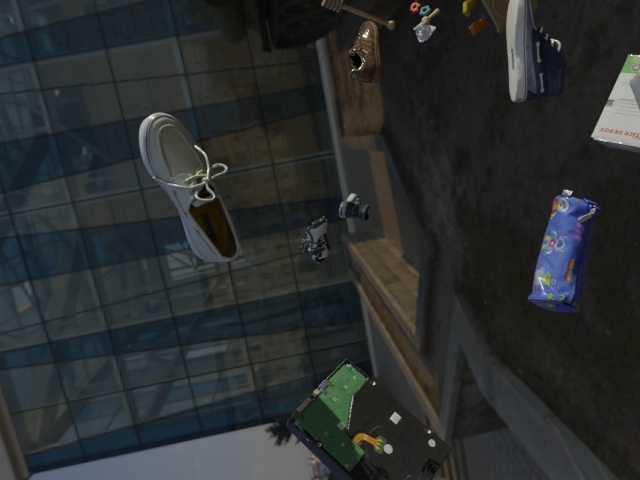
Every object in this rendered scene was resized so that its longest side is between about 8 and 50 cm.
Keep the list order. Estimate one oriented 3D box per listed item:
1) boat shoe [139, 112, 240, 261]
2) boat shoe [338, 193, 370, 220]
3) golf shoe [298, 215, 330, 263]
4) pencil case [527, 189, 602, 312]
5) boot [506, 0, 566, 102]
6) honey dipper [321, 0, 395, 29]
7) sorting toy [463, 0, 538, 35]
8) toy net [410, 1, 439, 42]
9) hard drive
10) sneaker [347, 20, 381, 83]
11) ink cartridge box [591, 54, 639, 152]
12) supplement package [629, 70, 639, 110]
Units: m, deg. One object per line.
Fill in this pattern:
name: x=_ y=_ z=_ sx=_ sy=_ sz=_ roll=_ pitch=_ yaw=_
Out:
boat shoe: x=-0.272 y=-0.109 z=1.098 sx=0.156 sy=0.135 sz=0.367 roll=6 pitch=120 yaw=49
boat shoe: x=0.118 y=-0.097 z=1.526 sx=0.183 sy=0.083 sz=0.065 roll=-43 pitch=-35 yaw=-67
golf shoe: x=0.000 y=0.000 z=1.503 sx=0.094 sy=0.077 sz=0.198 roll=47 pitch=153 yaw=14
pencil case: x=0.632 y=0.032 z=1.270 sx=0.133 sy=0.119 sz=0.306 roll=173 pitch=112 yaw=-83
boot: x=0.381 y=-0.346 z=0.874 sx=0.069 sy=0.086 sz=0.190 roll=-71 pitch=-25 yaw=-72
honey dipper: x=0.081 y=-0.462 z=1.008 sx=0.030 sy=0.160 sz=0.031 roll=-165 pitch=90 yaw=-72
sorting toy: x=0.581 y=-0.821 z=1.665 sx=0.229 sy=0.307 sz=0.041 roll=58 pitch=162 yaw=-10
toy net: x=0.363 y=-0.811 z=1.755 sx=0.045 sy=0.122 sz=0.232 roll=34 pitch=-113 yaw=-53
hard drive: x=0.115 y=0.479 z=1.199 sx=0.339 sy=0.237 sz=0.064 roll=38 pitch=139 yaw=18
sneaker: x=0.098 y=-0.453 z=1.168 sx=0.066 sy=0.071 sz=0.189 roll=111 pitch=158 yaw=-57
ink cartridge box: x=0.794 y=-0.325 z=1.199 sx=0.160 sy=0.092 sz=0.220 roll=36 pitch=108 yaw=54
supplement package: x=0.801 y=-0.333 z=1.019 sx=0.139 sy=0.244 sz=0.134 roll=-17 pitch=-93 yaw=-64
